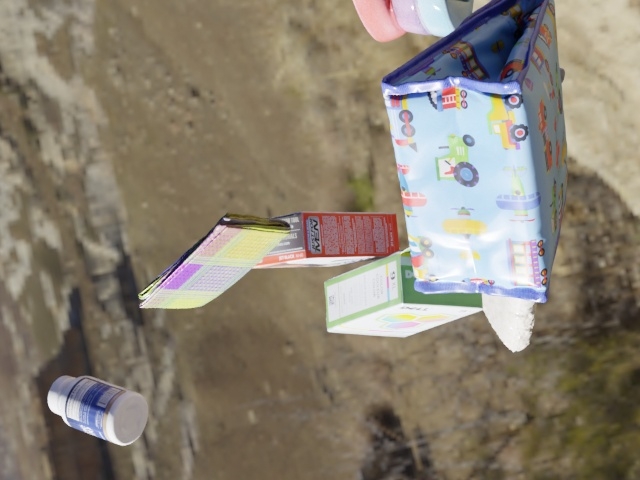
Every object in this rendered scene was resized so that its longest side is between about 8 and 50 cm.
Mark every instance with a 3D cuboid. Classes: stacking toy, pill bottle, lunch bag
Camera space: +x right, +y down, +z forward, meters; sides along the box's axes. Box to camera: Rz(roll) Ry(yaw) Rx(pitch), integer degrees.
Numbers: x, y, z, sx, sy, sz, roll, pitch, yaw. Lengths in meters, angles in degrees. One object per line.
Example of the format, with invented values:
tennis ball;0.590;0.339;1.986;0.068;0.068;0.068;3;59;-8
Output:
stacking toy;0.118;-0.371;1.408;0.280;0.130;0.309;68;-150;-42
pill bottle;-0.275;0.204;1.703;0.120;0.067;0.067;13;120;35
lunch bag;0.189;-0.112;1.356;0.293;0.138;0.221;-49;-45;-50

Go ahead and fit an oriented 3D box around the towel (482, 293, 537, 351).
towel;0.189;-0.024;1.646;0.187;0.049;0.282;90;158;-53

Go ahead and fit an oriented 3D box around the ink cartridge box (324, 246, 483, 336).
ink cartridge box;0.104;0.054;1.513;0.209;0.109;0.062;-25;64;55

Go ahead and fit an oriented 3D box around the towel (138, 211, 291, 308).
towel;-0.059;0.012;0.788;0.083;0.060;0.009;-42;64;29

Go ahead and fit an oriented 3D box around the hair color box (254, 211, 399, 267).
hair color box;0.000;0.000;1.499;0.093;0.167;0.053;-9;84;39
